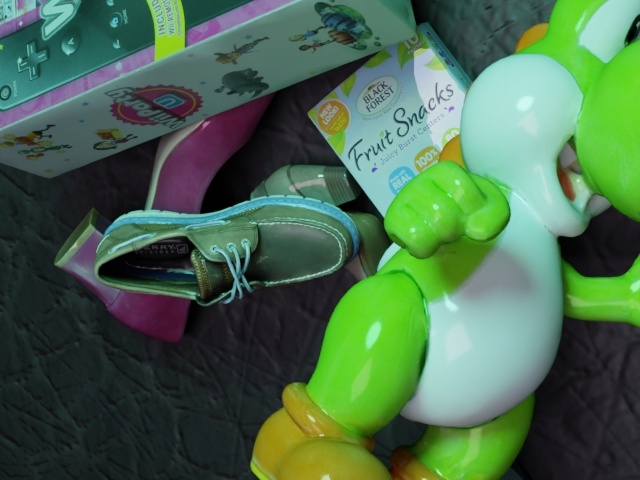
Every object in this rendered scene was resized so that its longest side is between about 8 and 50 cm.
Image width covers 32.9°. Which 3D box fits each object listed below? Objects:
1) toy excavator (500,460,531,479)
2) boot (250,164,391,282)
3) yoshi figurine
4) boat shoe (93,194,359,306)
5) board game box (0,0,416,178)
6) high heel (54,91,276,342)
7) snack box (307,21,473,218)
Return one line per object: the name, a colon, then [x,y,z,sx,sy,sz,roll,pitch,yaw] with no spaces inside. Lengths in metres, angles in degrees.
toy excavator: [0.056,0.398,0.617,0.222,0.445,0.432,-31,88,27]
boot: [0.000,0.000,0.782,0.087,0.042,0.118,-17,93,32]
yoshi figurine: [0.127,0.013,0.592,0.203,0.203,0.362,27,84,10]
boat shoe: [-0.066,0.015,0.736,0.183,0.066,0.066,-5,115,14]
board game box: [-0.110,-0.196,0.717,0.303,0.097,0.224,-19,73,26]
high heel: [-0.081,-0.029,0.802,0.117,0.082,0.244,38,103,-20]
snack box: [0.073,-0.061,0.734,0.100,0.037,0.141,-38,86,25]
